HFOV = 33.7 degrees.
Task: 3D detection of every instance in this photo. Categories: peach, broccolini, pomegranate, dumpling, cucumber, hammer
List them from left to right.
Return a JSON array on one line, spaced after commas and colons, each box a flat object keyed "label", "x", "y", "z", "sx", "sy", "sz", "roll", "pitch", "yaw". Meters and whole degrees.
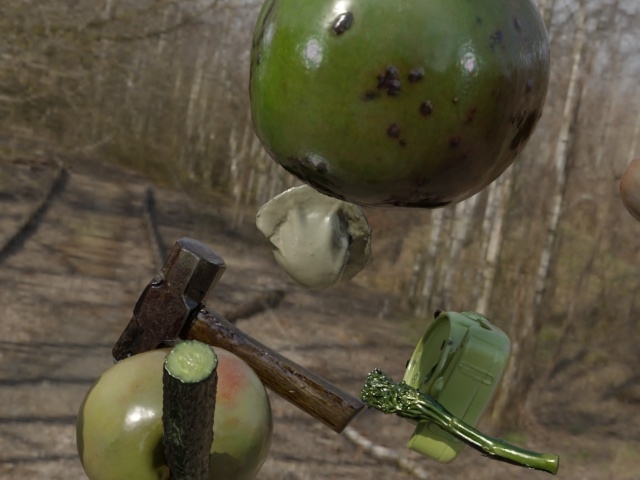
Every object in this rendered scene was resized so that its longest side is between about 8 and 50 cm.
[{"label": "peach", "x": -0.211, "y": 0.272, "z": 1.563, "sx": 0.292, "sy": 0.247, "sz": 0.292, "roll": -18, "pitch": 20, "yaw": 7}, {"label": "cucumber", "x": -0.165, "y": 0.231, "z": 1.322, "sx": 0.067, "sy": 0.293, "sz": 0.067, "roll": 4, "pitch": 48, "yaw": -5}, {"label": "hammer", "x": -0.118, "y": 0.190, "z": 1.724, "sx": 0.409, "sy": 0.242, "sz": 0.095, "roll": 30, "pitch": 8, "yaw": 6}, {"label": "dumpling", "x": 0.000, "y": -0.001, "z": 1.389, "sx": 0.150, "sy": 0.176, "sz": 0.092, "roll": -17, "pitch": 22, "yaw": 35}, {"label": "pomegranate", "x": 0.056, "y": -0.180, "z": 0.922, "sx": 0.291, "sy": 0.323, "sz": 0.291, "roll": -9, "pitch": 35, "yaw": 7}, {"label": "broccolini", "x": 0.147, "y": 0.200, "z": 1.154, "sx": 0.239, "sy": 0.054, "sz": 0.051, "roll": 21, "pitch": 22, "yaw": 29}, {"label": "peach", "x": 0.354, "y": -0.055, "z": 1.104, "sx": 0.083, "sy": 0.083, "sz": 0.083, "roll": 11, "pitch": 4, "yaw": -1}]

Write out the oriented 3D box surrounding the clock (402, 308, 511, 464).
[{"label": "clock", "x": 0.155, "y": 0.162, "z": 1.307, "sx": 0.069, "sy": 0.170, "sz": 0.232, "roll": 24, "pitch": 9, "yaw": -8}]
